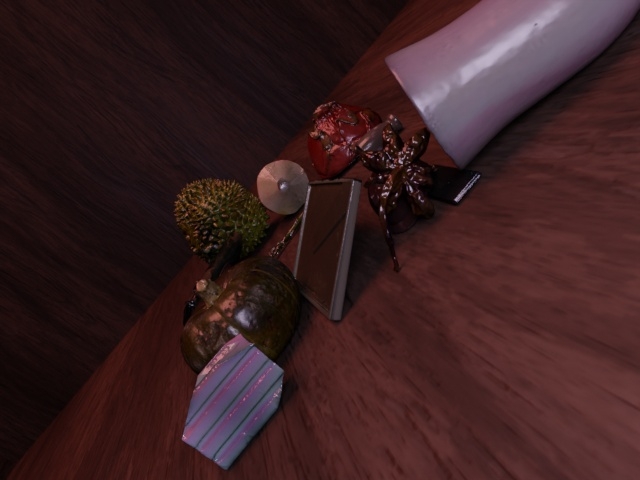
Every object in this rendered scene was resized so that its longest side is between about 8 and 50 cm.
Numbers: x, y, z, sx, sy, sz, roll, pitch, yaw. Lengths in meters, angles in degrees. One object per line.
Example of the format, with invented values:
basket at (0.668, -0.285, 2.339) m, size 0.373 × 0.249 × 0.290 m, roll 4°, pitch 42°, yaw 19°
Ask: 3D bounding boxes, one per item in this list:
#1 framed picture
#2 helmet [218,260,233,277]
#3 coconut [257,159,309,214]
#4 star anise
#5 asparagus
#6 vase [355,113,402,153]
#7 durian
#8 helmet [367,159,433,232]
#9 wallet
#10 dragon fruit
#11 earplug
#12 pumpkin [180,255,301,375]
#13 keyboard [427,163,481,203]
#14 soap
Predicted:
framed picture at (0.001, 0.000, 0.796) m, size 0.265 × 0.018 × 0.193 m, roll -158°, pitch 76°, yaw -75°
helmet at (-0.208, 0.101, 1.250) m, size 0.111 × 0.057 × 0.089 m, roll -69°, pitch -16°, yaw -58°
coconut at (-0.103, -0.144, 1.395) m, size 0.147 × 0.147 × 0.152 m, roll -51°, pitch 10°, yaw -4°
star anise at (0.098, -0.057, 0.658) m, size 0.097 × 0.191 × 0.070 m, roll -5°, pitch -2°, yaw 9°
asparagus at (-0.048, -0.052, 1.236) m, size 0.249 × 0.025 × 0.024 m, roll -53°, pitch 30°, yaw -16°
vase at (0.126, -0.220, 1.096) m, size 0.100 × 0.053 × 0.053 m, roll -44°, pitch 15°, yaw 0°
durian at (-0.287, -0.047, 1.493) m, size 0.291 × 0.291 × 0.225 m, roll -34°, pitch 32°, yaw 45°
helmet at (0.106, -0.076, 0.734) m, size 0.098 × 0.070 × 0.123 m, roll -47°, pitch 18°, yaw 42°
wallet at (-0.262, 0.120, 1.270) m, size 0.317 × 0.044 × 0.169 m, roll -72°, pitch -4°, yaw -59°
dragon fruit at (0.035, -0.274, 1.299) m, size 0.218 × 0.148 × 0.224 m, roll -31°, pitch 23°, yaw 53°
earplug at (0.244, -0.240, 0.610) m, size 0.301 × 0.172 × 0.172 m, roll -35°, pitch 19°, yaw 18°
pumpkin at (-0.135, 0.119, 0.803) m, size 0.219 × 0.162 × 0.219 m, roll -41°, pitch 19°, yaw 17°
keyboard at (0.168, -0.078, 0.702) m, size 0.053 × 0.010 × 0.155 m, roll -50°, pitch 15°, yaw 4°
soap at (-0.110, 0.197, 0.652) m, size 0.149 × 0.100 × 0.056 m, roll -51°, pitch 15°, yaw -1°
